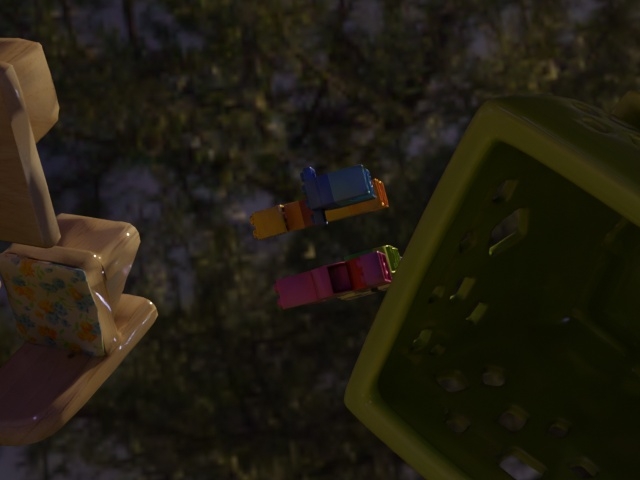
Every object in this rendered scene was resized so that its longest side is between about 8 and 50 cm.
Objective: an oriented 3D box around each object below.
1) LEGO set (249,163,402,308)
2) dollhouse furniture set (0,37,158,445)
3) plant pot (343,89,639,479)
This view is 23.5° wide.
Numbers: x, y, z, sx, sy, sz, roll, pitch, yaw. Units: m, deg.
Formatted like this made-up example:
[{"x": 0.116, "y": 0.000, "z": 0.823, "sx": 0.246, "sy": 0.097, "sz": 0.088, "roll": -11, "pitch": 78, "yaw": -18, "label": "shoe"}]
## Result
[{"x": 0.000, "y": 0.000, "z": 1.041, "sx": 0.093, "sy": 0.087, "sz": 0.227, "roll": -15, "pitch": -5, "yaw": 7, "label": "LEGO set"}, {"x": -0.354, "y": -0.053, "z": 0.935, "sx": 0.394, "sy": 0.256, "sz": 0.362, "roll": 9, "pitch": -53, "yaw": 26, "label": "dollhouse furniture set"}, {"x": 0.185, "y": 0.051, "z": 0.904, "sx": 0.207, "sy": 0.227, "sz": 0.228, "roll": -20, "pitch": -39, "yaw": -52, "label": "plant pot"}]
